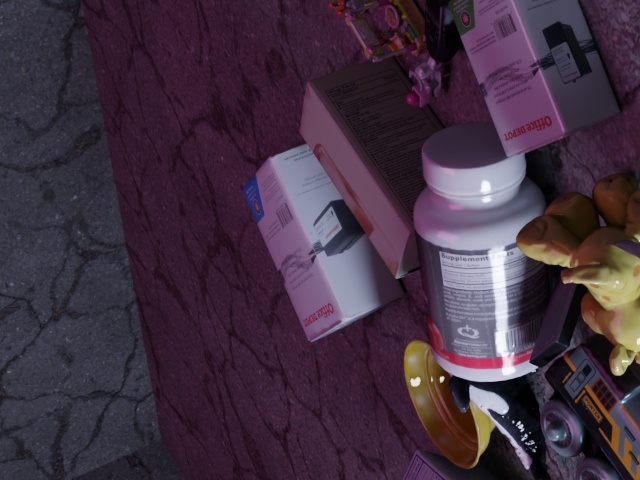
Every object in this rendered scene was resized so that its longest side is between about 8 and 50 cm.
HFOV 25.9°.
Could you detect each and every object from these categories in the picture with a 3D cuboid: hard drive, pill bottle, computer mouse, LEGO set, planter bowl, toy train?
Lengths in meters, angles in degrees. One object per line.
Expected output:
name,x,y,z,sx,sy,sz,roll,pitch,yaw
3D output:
hard drive,0.310,0.089,1.774,0.022,0.135,0.094,24,155,-3
pill bottle,0.216,0.013,1.846,0.176,0.176,0.318,39,145,53
computer mouse,0.169,-0.343,1.819,0.071,0.041,0.242,-110,17,-51
LEGO set,0.068,-0.310,1.990,0.287,0.107,0.132,51,153,39
planter bowl,0.223,0.239,2.175,0.217,0.090,0.217,52,155,38
toy train,0.399,0.257,1.706,0.334,0.142,0.190,58,148,26

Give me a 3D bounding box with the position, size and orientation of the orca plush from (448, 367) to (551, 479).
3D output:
orca plush,0.273,0.214,2.021,0.102,0.151,0.287,-37,70,37

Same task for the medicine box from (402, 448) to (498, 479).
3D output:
medicine box,0.223,0.519,2.198,0.289,0.149,0.263,36,105,55

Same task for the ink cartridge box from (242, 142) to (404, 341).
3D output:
ink cartridge box,0.000,0.000,2.439,0.307,0.129,0.223,66,159,6

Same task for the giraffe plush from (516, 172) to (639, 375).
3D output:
giraffe plush,0.345,0.048,1.590,0.210,0.181,0.170,-114,0,-63

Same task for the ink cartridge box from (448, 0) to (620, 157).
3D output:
ink cartridge box,0.251,-0.217,1.653,0.208,0.087,0.153,69,159,-1

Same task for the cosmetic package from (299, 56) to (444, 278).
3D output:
cosmetic package,0.106,-0.111,2.036,0.296,0.153,0.129,59,157,26
